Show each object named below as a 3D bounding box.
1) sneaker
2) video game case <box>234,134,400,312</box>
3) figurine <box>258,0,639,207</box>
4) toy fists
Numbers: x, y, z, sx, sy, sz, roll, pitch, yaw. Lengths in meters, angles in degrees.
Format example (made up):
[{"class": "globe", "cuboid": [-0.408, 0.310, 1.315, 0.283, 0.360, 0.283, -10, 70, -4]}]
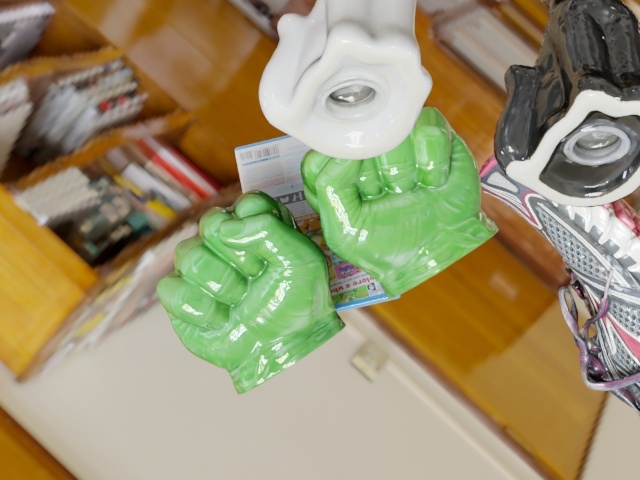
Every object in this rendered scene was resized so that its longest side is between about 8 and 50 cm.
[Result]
[{"class": "sneaker", "cuboid": [0.220, 0.053, 0.876, 0.112, 0.299, 0.121, -43, 178, 14]}, {"class": "video game case", "cuboid": [-0.004, -0.017, 1.076, 0.119, 0.166, 0.015, -13, 166, 5]}, {"class": "figurine", "cuboid": [0.081, -0.136, 0.692, 0.092, 0.215, 0.209, 110, -12, -49]}, {"class": "toy fists", "cuboid": [0.000, 0.000, 0.971, 0.279, 0.142, 0.096, -33, -179, 5]}]
